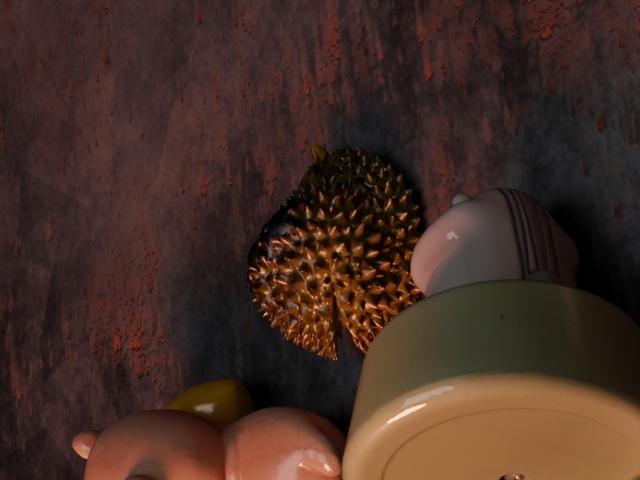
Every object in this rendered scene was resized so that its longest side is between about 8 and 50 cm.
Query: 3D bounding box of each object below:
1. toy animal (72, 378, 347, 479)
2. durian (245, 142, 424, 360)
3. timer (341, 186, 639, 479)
[{"bbox_3d":[-0.128,0.302,2.078,0.345,0.246,0.278,14,100,52],"label":"toy animal"},{"bbox_3d":[0.000,0.000,2.024,0.193,0.137,0.237,-45,53,41],"label":"durian"},{"bbox_3d":[0.163,0.089,1.745,0.291,0.290,0.315,-47,31,40],"label":"timer"}]
